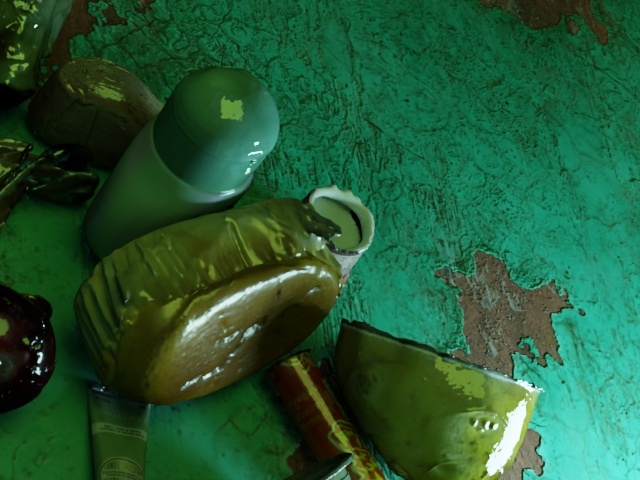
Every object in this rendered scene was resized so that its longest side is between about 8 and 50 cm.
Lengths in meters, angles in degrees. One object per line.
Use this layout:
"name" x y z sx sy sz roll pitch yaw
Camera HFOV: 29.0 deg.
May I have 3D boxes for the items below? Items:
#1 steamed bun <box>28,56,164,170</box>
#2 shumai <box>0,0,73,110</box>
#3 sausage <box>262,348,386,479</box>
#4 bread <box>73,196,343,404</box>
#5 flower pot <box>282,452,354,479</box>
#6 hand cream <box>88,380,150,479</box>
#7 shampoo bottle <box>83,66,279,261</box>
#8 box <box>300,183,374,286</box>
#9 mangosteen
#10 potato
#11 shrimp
"steamed bun" -0.314 -0.188 1.771 0.175 0.145 0.106 29 45 -20
"shumai" -0.416 -0.313 1.759 0.272 0.222 0.203 -39 88 -14
"sausage" 0.018 0.276 1.704 0.083 0.083 0.264 -21 72 -42
"bread" -0.134 0.083 1.639 0.389 0.236 0.183 -19 65 -36
"flower pot" -0.015 0.396 1.527 0.212 0.212 0.202 -24 88 -43
"hand cream" -0.251 0.277 1.537 0.086 0.055 0.235 19 42 -25
"shampoo bottle" -0.177 -0.093 1.647 0.222 0.349 0.151 -23 72 -43
"box" 0.000 0.000 1.851 0.151 0.135 0.151 18 51 -24
"mangosteen" -0.399 0.118 1.489 0.166 0.166 0.180 19 25 -22
"potato" 0.137 0.240 1.727 0.300 0.246 0.196 20 84 13
"shrimp" -0.477 -0.041 1.588 0.446 0.110 0.221 -20 77 -38
